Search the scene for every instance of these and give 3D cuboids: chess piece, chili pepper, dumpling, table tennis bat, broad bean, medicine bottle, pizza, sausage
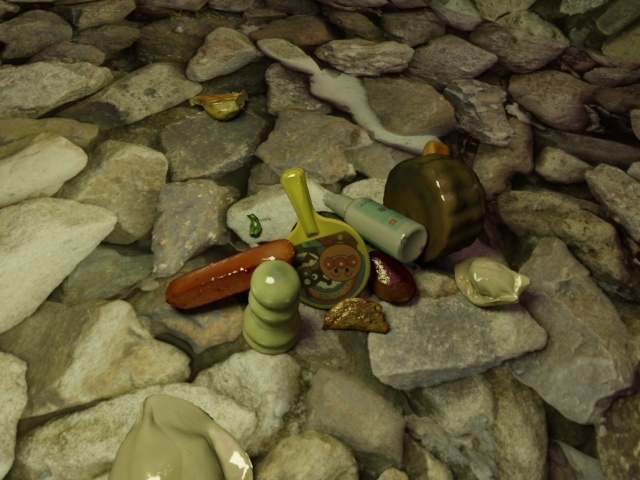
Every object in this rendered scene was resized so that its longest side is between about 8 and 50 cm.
[{"bbox_3d":[-0.107,0.140,1.034,0.145,0.251,0.144,4,53,-5],"label":"chess piece"},{"bbox_3d":[-0.188,-0.044,1.312,0.034,0.030,0.091,-20,51,8],"label":"chili pepper"},{"bbox_3d":[-0.248,0.456,0.829,0.260,0.181,0.341,18,18,-20],"label":"dumpling"},{"bbox_3d":[-0.010,-0.002,1.140,0.224,0.368,0.054,-17,10,10],"label":"table tennis bat"},{"bbox_3d":[0.179,0.098,1.224,0.114,0.084,0.165,-31,68,-9],"label":"broad bean"},{"bbox_3d":[0.131,-0.058,1.281,0.110,0.110,0.352,-27,39,-26],"label":"medicine bottle"},{"bbox_3d":[-0.355,-0.459,1.593,0.204,0.080,0.188,-5,29,0],"label":"pizza"},{"bbox_3d":[0.448,0.113,1.235,0.199,0.118,0.136,12,61,37],"label":"dumpling"},{"bbox_3d":[-0.212,0.086,1.114,0.331,0.102,0.102,-20,55,3],"label":"sausage"}]

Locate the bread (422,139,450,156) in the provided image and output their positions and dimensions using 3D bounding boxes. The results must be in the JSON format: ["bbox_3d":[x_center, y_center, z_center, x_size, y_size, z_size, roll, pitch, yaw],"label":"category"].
[{"bbox_3d":[0.375,-0.224,1.510,0.093,0.074,0.239,21,51,-13],"label":"bread"}]

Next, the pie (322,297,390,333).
[{"bbox_3d":[0.094,0.188,1.153,0.170,0.034,0.091,8,91,-6],"label":"pie"}]

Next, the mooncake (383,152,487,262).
[{"bbox_3d":[0.306,-0.095,1.267,0.162,0.290,0.290,-15,56,-26],"label":"mooncake"}]

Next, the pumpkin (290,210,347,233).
[{"bbox_3d":[-0.001,-0.002,1.244,0.167,0.125,0.167,4,46,-5],"label":"pumpkin"}]
